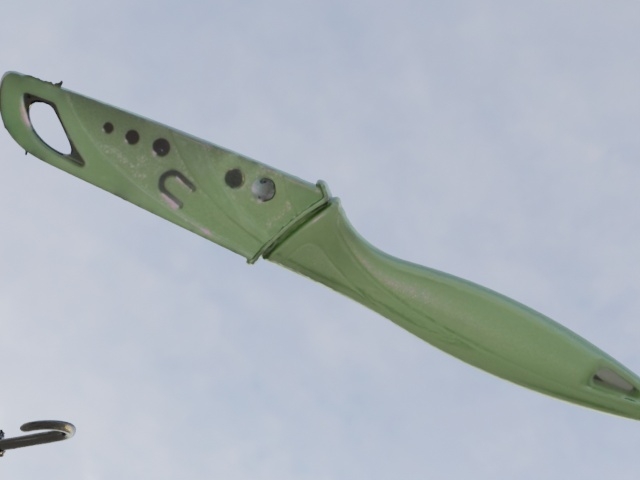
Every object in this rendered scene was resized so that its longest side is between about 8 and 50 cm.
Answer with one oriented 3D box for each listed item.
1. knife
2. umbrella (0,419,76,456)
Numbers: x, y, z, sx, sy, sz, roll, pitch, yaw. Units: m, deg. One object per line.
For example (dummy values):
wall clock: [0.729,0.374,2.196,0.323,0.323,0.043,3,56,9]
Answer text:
knife: [0.000,0.000,0.676,0.293,0.020,0.043,24,-82,10]
umbrella: [-0.234,0.124,0.917,0.269,0.044,0.044,-14,-112,28]
